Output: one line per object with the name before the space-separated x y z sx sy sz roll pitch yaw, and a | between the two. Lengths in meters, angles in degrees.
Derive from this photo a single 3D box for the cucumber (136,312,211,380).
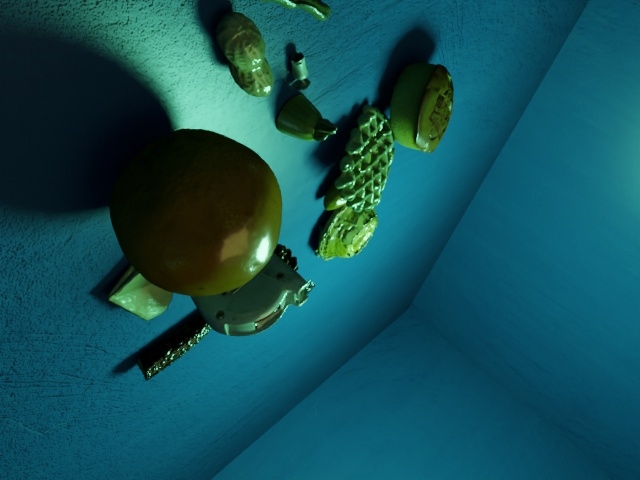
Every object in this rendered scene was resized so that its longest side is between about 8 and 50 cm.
cucumber | -0.382 0.276 1.545 0.300 0.072 0.072 -37 156 -30

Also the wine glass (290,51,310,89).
wine glass | -0.048 -0.367 1.191 0.083 0.042 0.039 75 20 -62

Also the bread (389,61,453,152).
bread | 0.307 -0.393 1.632 0.270 0.148 0.269 -39 137 -47

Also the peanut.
peanut | -0.134 -0.333 1.005 0.082 0.082 0.187 -45 158 -14

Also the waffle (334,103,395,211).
waffle | 0.146 -0.237 1.636 0.292 0.056 0.309 28 79 -59

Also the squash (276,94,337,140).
squash | -0.021 -0.264 1.279 0.105 0.132 0.105 -42 156 -24

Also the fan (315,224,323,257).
fan | 0.000 0.000 1.934 0.038 0.016 0.193 -47 161 -26

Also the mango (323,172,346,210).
mango | 0.076 -0.162 1.721 0.165 0.089 0.115 -31 161 -35

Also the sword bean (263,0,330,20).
sword bean | -0.056 -0.451 1.028 0.269 0.038 0.043 -18 137 -57

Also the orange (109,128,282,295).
orange | -0.220 -0.052 0.999 0.312 0.312 0.312 -42 158 -21

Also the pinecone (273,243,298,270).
pinecone | -0.147 0.072 1.578 0.173 0.173 0.173 -42 158 -21

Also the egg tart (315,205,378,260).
egg tart | 0.114 -0.040 1.943 0.315 0.120 0.315 -47 161 -21

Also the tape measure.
tape measure | -0.191 0.109 1.386 0.265 0.258 0.130 -41 159 -24

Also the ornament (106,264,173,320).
ornament | -0.402 0.098 1.238 0.180 0.059 0.201 -22 143 -49
